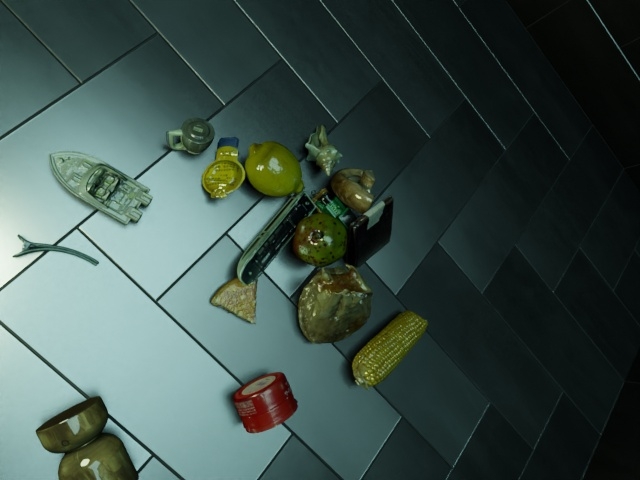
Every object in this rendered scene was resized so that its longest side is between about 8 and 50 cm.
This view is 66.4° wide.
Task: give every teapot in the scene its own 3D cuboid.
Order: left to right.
[{"bbox_3d":[-0.436,-0.338,1.662,0.111,0.108,0.149,46,55,7],"label":"teapot"}]

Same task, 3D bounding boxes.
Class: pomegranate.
[{"bbox_3d":[-0.002,-0.012,1.756,0.198,0.246,0.198,0,115,0],"label":"pomegranate"}]

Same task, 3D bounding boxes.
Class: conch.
[{"bbox_3d":[-0.002,-0.338,1.893,0.137,0.114,0.234,-10,50,-37],"label":"conch"}]

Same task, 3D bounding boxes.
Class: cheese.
[{"bbox_3d":[-0.334,-0.256,1.715,0.157,0.064,0.250,2,68,8],"label":"cheese"}]

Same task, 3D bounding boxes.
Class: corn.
[{"bbox_3d":[0.265,0.406,1.879,0.387,0.144,0.144,-42,101,-29],"label":"corn"}]

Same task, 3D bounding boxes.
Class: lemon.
[{"bbox_3d":[-0.164,-0.248,1.749,0.248,0.184,0.184,40,67,-19],"label":"lemon"}]

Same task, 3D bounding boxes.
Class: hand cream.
[{"bbox_3d":[-0.181,0.528,1.605,0.193,0.193,0.125,-25,95,-28],"label":"hand cream"}]

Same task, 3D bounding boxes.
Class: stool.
[{"bbox_3d":[-0.646,0.599,1.366,0.179,0.179,0.264,-25,94,-28],"label":"stool"}]

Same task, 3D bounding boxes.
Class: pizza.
[{"bbox_3d":[-0.265,0.208,1.702,0.185,0.036,0.176,-43,103,-28],"label":"pizza"}]

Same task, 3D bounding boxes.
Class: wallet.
[{"bbox_3d":[0.193,-0.024,1.866,0.221,0.262,0.071,-34,56,-26],"label":"wallet"}]

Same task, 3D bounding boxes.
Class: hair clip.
[{"bbox_3d":[-0.786,0.036,1.468,0.229,0.039,0.070,12,75,-26],"label":"hair clip"}]

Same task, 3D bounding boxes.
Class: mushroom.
[{"bbox_3d":[0.116,-0.206,1.864,0.151,0.285,0.156,20,115,-12],"label":"mushroom"}]

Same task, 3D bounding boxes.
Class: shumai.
[{"bbox_3d":[0.065,0.228,1.721,0.267,0.262,0.314,37,77,-2],"label":"shumai"}]

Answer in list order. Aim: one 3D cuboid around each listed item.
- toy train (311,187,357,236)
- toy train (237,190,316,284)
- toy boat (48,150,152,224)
[{"bbox_3d":[0.052,-0.107,1.856,0.091,0.136,0.227,-44,103,-25],"label":"toy train"},{"bbox_3d":[-0.174,-0.010,1.750,0.407,0.088,0.086,-52,125,-24],"label":"toy train"},{"bbox_3d":[-0.690,-0.176,1.520,0.319,0.092,0.141,32,67,-17],"label":"toy boat"}]
